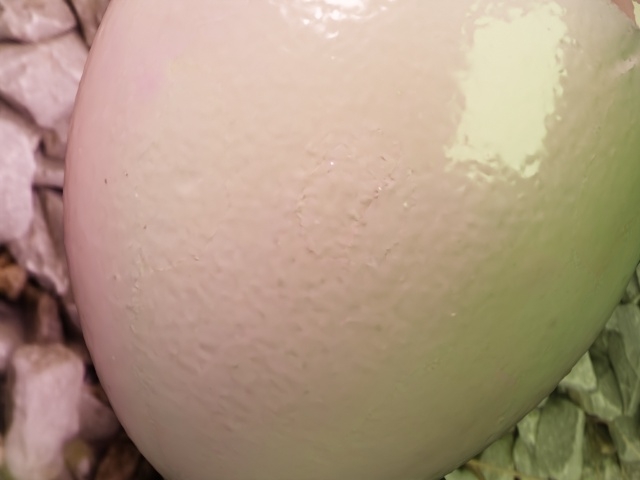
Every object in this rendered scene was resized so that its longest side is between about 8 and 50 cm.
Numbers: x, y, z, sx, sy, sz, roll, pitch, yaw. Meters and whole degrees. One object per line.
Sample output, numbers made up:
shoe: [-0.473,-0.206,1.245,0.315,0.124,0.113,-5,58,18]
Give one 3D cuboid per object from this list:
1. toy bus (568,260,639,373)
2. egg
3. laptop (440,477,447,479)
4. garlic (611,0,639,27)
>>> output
toy bus: [0.165,-0.014,1.308,0.167,0.138,0.275,58,43,-16]
egg: [0.000,0.000,0.987,0.354,0.354,0.339,35,77,-34]
laptop: [0.047,0.210,1.172,0.207,0.026,0.154,52,43,-21]
garlic: [0.339,-0.198,1.505,0.246,0.231,0.340,-26,101,-47]
